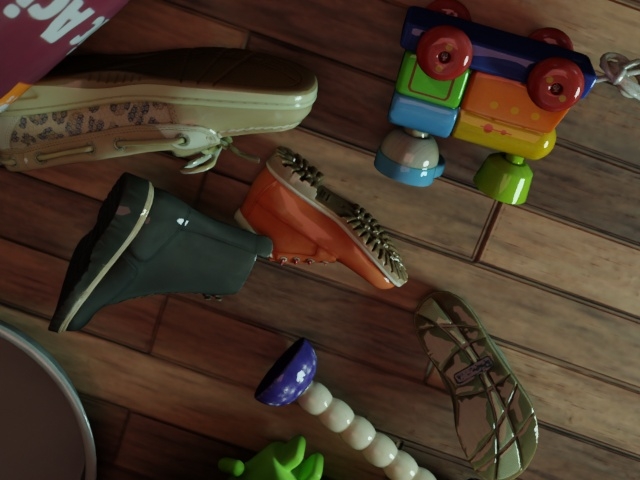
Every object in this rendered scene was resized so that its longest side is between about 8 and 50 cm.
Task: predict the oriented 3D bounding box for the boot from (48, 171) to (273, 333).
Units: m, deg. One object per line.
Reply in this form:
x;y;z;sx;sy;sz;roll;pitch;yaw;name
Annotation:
-0.144;0.039;0.906;0.137;0.076;0.198;22;139;-21;boot

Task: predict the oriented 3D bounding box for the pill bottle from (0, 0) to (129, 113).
-0.258;-0.214;0.743;0.392;0.224;0.224;-40;100;5;pill bottle

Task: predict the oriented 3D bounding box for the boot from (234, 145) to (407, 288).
0.000;0.000;0.907;0.158;0.059;0.084;40;109;1;boot

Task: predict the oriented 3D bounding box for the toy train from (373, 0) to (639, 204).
0.172;-0.091;0.845;0.248;0.105;0.143;16;118;-1;toy train

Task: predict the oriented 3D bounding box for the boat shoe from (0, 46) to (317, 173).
-0.139;-0.104;0.867;0.285;0.104;0.089;2;115;16;boat shoe

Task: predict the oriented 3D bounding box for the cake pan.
-0.348;0.190;0.989;0.293;0.054;0.293;1;107;4;cake pan

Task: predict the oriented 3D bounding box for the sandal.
0.139;0.127;0.940;0.072;0.049;0.180;-26;88;6;sandal

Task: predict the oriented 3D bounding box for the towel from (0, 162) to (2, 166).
-0.478;-0.061;0.901;0.329;0.037;0.237;-33;114;9;towel

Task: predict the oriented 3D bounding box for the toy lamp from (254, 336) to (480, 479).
0.066;0.200;0.950;0.275;0.080;0.080;42;105;-5;toy lamp

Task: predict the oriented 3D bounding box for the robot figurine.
-0.049;0.232;0.971;0.115;0.067;0.101;-41;102;15;robot figurine
